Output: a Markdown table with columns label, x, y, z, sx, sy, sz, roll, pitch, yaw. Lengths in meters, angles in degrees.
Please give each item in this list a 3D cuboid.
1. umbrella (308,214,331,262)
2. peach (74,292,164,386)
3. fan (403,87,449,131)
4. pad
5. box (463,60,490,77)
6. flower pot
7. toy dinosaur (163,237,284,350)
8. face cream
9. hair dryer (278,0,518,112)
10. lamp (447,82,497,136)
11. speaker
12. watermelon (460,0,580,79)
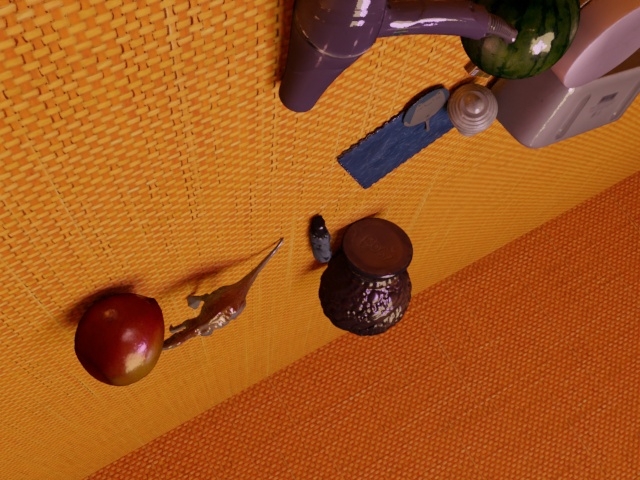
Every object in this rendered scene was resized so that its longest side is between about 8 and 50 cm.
| label | x | y | z | sx | sy | sz | roll | pitch | yaw |
| --- | --- | --- | --- | --- | --- | --- | --- | --- | --- |
| umbrella | 0.000 | 0.002 | 1.853 | 0.052 | 0.053 | 0.250 | -28 | 163 | -8 |
| peach | -0.403 | 0.194 | 1.498 | 0.197 | 0.197 | 0.197 | -29 | 162 | -10 |
| fan | 0.223 | -0.266 | 1.541 | 0.113 | 0.005 | 0.175 | -32 | 162 | 0 |
| pad | 0.174 | -0.218 | 1.619 | 0.269 | 0.012 | 0.269 | -35 | 162 | 10 |
| box | 0.358 | -0.381 | 1.468 | 0.090 | 0.023 | 0.133 | -8 | 151 | -50 |
| flower pot | 0.134 | 0.089 | 2.019 | 0.266 | 0.266 | 0.267 | -24 | 150 | -23 |
| toy dinosaur | -0.217 | 0.134 | 1.699 | 0.393 | 0.092 | 0.205 | -34 | -173 | -19 |
| face cream | 0.474 | -0.413 | 1.310 | 0.218 | 0.179 | 0.218 | -29 | 162 | -10 |
| hair dryer | 0.121 | -0.286 | 1.055 | 0.361 | 0.121 | 0.301 | -5 | 162 | -19 |
| lamp | 0.326 | -0.273 | 1.590 | 0.106 | 0.106 | 0.193 | -33 | 171 | 4 |
| speaker | 0.579 | -0.359 | 1.652 | 0.406 | 0.183 | 0.184 | -20 | 154 | -34 |
| watermelon | 0.321 | -0.366 | 1.182 | 0.188 | 0.188 | 0.215 | -24 | 143 | -23 |
